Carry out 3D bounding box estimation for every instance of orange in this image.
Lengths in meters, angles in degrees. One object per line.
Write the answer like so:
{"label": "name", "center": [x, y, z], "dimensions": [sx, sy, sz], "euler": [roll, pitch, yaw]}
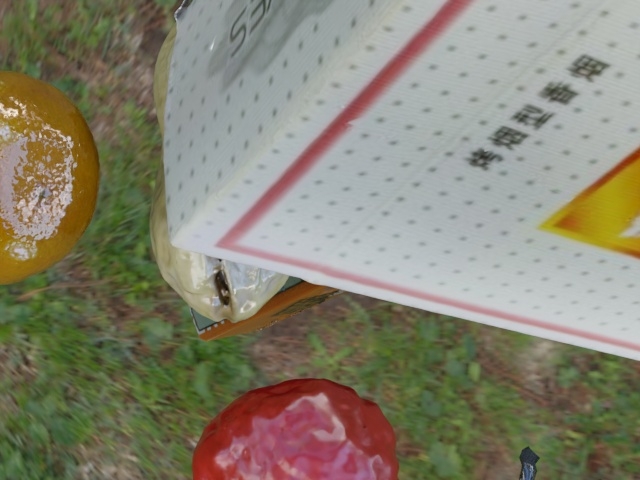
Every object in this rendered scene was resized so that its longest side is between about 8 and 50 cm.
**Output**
{"label": "orange", "center": [-0.237, -0.047, 1.107], "dimensions": [0.156, 0.124, 0.156], "euler": [-14, 111, -41]}

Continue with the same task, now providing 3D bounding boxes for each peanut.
{"label": "peanut", "center": [-0.072, -0.072, 1.205], "dimensions": [0.130, 0.130, 0.290], "euler": [4, 65, -14]}

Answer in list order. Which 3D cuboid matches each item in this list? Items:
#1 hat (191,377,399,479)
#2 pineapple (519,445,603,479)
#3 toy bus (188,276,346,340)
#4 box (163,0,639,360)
{"label": "hat", "center": [-0.021, 0.244, 0.891], "dimensions": [0.242, 0.274, 0.332], "euler": [-22, 118, -45]}
{"label": "pineapple", "center": [-0.026, 0.136, 0.219], "dimensions": [0.202, 0.362, 0.202], "euler": [8, 113, 21]}
{"label": "toy bus", "center": [0.000, 0.000, 1.282], "dimensions": [0.093, 0.409, 0.092], "euler": [-11, 82, -30]}
{"label": "box", "center": [0.147, -0.043, 0.433], "dimensions": [0.330, 0.210, 0.095], "euler": [13, 58, -24]}
